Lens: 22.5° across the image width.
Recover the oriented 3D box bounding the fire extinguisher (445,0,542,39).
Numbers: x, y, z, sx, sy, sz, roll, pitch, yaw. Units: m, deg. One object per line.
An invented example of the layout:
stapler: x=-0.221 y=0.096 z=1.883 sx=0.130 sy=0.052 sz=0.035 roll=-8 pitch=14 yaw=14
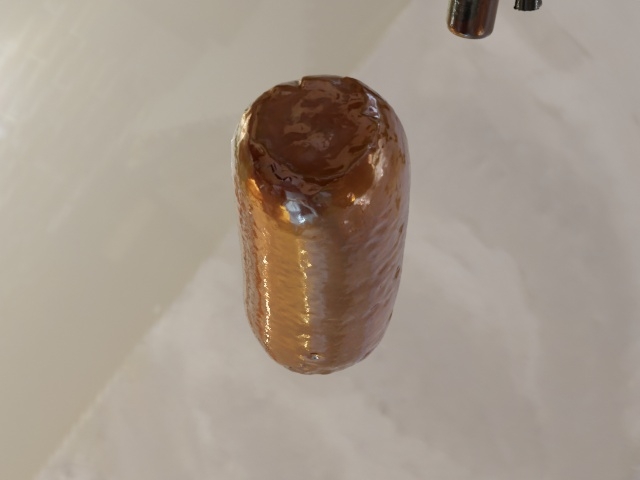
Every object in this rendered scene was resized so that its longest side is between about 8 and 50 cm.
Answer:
fire extinguisher: x=0.086 y=-0.140 z=0.757 sx=0.046 sy=0.032 sz=0.100 roll=49 pitch=-41 yaw=47

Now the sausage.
sausage: x=0.000 y=0.000 z=0.719 sx=0.076 sy=0.197 sz=0.076 roll=0 pitch=-121 yaw=0
